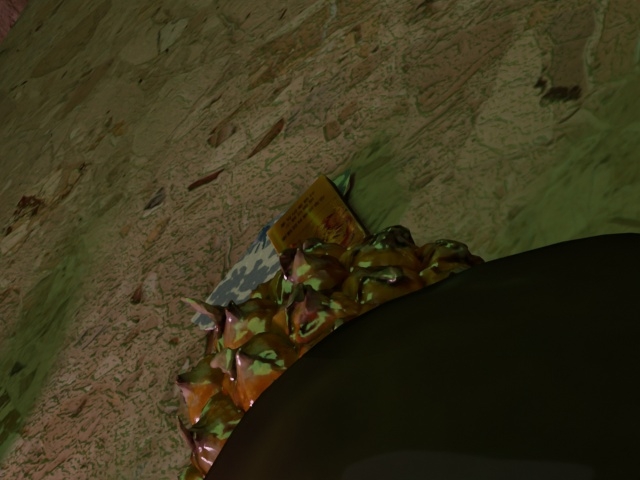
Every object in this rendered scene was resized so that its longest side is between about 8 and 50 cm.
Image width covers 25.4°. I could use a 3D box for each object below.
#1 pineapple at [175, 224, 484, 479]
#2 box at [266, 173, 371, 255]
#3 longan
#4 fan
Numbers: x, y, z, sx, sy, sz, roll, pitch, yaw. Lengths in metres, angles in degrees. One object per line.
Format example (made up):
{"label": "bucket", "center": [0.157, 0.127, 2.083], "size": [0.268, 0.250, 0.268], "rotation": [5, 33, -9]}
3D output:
{"label": "pineapple", "center": [0.048, 0.089, 0.939], "size": [0.286, 0.209, 0.344], "rotation": [-11, 44, 55]}
{"label": "box", "center": [0.000, 0.000, 1.367], "size": [0.089, 0.022, 0.156], "rotation": [-49, 29, 7]}
{"label": "longan", "center": [0.101, 0.186, 0.570], "size": [0.404, 0.336, 0.404], "rotation": [-10, 78, 56]}
{"label": "fan", "center": [-0.050, 0.018, 1.454], "size": [0.240, 0.009, 0.131], "rotation": [-43, 26, 16]}
